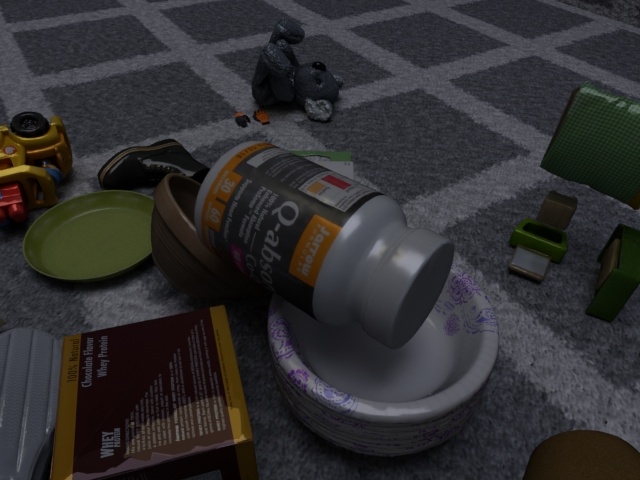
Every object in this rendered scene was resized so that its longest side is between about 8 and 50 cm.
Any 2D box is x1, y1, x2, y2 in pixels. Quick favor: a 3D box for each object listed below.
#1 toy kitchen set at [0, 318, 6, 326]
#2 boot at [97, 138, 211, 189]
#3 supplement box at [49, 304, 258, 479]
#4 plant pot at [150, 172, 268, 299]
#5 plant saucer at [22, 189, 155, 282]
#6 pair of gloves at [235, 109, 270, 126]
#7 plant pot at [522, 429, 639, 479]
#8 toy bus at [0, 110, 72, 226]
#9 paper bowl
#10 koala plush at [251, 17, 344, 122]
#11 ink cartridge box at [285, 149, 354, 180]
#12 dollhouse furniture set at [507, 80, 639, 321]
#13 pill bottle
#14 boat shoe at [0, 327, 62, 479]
[{"bbox_3d":[-0.475,0.166,0.709,0.068,0.075,0.083,-43,10,5],"label":"toy kitchen set"},{"bbox_3d":[-0.330,-0.136,1.022,0.137,0.076,0.198,34,52,25],"label":"boot"},{"bbox_3d":[-0.189,0.204,0.594,0.194,0.129,0.191,-10,43,-14],"label":"supplement box"},{"bbox_3d":[-0.182,0.014,0.789,0.110,0.237,0.237,-44,47,11],"label":"plant pot"},{"bbox_3d":[-0.392,-0.005,0.894,0.241,0.037,0.240,1,41,-1],"label":"plant saucer"},{"bbox_3d":[-0.173,-0.309,1.265,0.083,0.010,0.074,-12,44,-14],"label":"pair of gloves"},{"bbox_3d":[0.264,0.305,0.448,0.237,0.237,0.254,10,28,9],"label":"plant pot"},{"bbox_3d":[-0.572,-0.119,0.950,0.220,0.149,0.211,-21,59,-27],"label":"toy bus"},{"bbox_3d":[0.075,0.140,0.663,0.285,0.148,0.284,1,42,-1],"label":"paper bowl"},{"bbox_3d":[-0.050,-0.408,1.287,0.222,0.203,0.196,22,51,-9],"label":"koala plush"},{"bbox_3d":[-0.015,-0.146,1.055,0.171,0.056,0.235,2,44,1],"label":"ink cartridge box"},{"bbox_3d":[0.427,-0.058,0.782,0.198,0.301,0.151,24,44,20],"label":"dollhouse furniture set"},{"bbox_3d":[0.000,0.000,0.589,0.279,0.162,0.162,28,48,28],"label":"pill bottle"},{"bbox_3d":[-0.359,0.251,0.539,0.121,0.119,0.335,18,36,-28],"label":"boat shoe"}]
